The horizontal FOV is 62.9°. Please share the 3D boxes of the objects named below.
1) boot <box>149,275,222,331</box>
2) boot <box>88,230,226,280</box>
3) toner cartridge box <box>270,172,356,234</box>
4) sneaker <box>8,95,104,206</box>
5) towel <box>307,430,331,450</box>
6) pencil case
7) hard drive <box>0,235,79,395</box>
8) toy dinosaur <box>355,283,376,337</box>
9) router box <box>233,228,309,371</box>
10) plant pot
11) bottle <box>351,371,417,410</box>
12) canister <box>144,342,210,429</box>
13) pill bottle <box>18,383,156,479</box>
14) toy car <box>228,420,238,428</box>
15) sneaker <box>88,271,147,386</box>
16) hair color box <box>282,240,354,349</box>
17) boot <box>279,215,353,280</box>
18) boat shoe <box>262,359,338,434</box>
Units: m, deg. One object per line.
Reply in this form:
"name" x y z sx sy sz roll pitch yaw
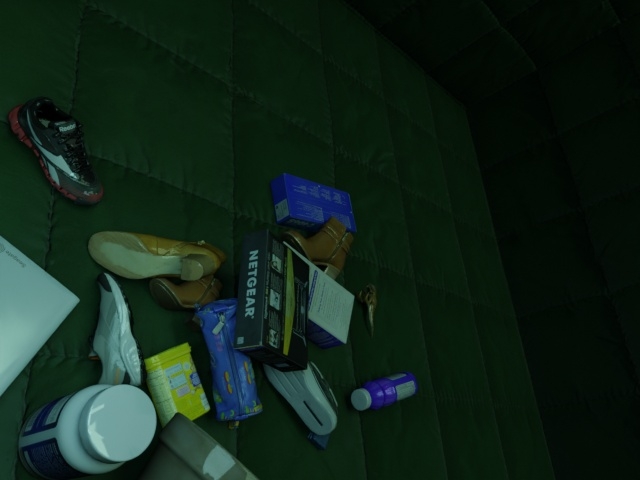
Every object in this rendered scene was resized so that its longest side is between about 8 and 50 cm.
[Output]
"boot" -0.341 0.121 1.348 0.197 0.073 0.152 55 37 -32
"boot" -0.394 0.035 1.301 0.211 0.295 0.104 -76 179 -83
"toner cartridge box" -0.019 -0.117 1.866 0.348 0.075 0.165 12 62 -47
"sneaker" -0.582 -0.206 1.189 0.276 0.135 0.097 57 36 -12
"towel" 0.007 0.554 1.549 0.067 0.029 0.119 50 39 -19
"pencil case" -0.226 0.292 1.291 0.119 0.133 0.306 -11 90 -11
"hard drive" -0.648 0.169 0.965 0.233 0.047 0.353 47 40 -22
"toy dinosaur" 0.185 0.234 1.919 0.112 0.064 0.211 38 44 -32
"router box" -0.117 0.161 1.358 0.243 0.081 0.309 46 38 -52
"plant pot" -0.263 0.550 1.019 0.280 0.323 0.323 -46 108 -26
"bottle" 0.212 0.505 1.749 0.283 0.118 0.092 3 68 -51
"canister" -0.338 0.340 1.220 0.126 0.073 0.170 -16 84 -52
"pill bottle" -0.423 0.348 0.952 0.153 0.264 0.153 27 51 -39
"toy car" -0.240 0.484 1.280 0.060 0.040 0.122 42 42 -27
"sneaker" -0.459 0.193 1.140 0.108 0.100 0.271 -14 66 -16
"hair color box" -0.050 0.177 1.633 0.339 0.110 0.185 41 45 -30
"boot" 0.000 0.000 1.743 0.283 0.109 0.220 46 60 -30
"boat shoe" -0.061 0.398 1.507 0.335 0.121 0.119 61 14 -3
